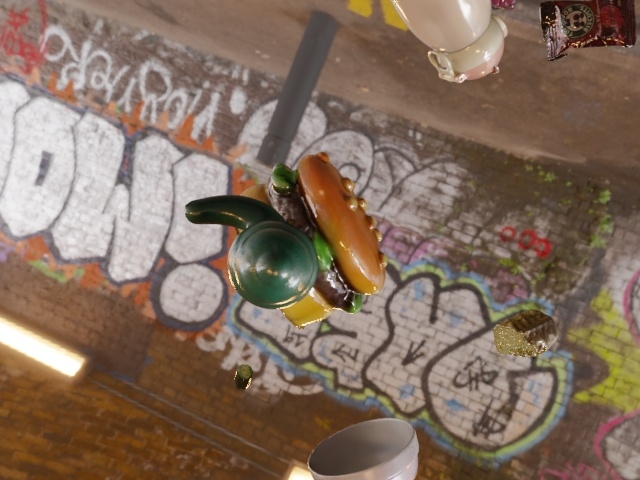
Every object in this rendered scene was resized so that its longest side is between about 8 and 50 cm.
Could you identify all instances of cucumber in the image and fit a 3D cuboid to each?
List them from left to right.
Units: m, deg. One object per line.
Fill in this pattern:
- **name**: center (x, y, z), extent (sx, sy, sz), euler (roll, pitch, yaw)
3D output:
- **cucumber**: center (-0.217, 0.387, 1.606), extent (0.048, 0.048, 0.105), euler (21, 140, 0)

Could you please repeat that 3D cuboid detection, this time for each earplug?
- **earplug**: center (-0.112, 0.007, 1.038), extent (0.257, 0.164, 0.280), euler (56, 173, -12)

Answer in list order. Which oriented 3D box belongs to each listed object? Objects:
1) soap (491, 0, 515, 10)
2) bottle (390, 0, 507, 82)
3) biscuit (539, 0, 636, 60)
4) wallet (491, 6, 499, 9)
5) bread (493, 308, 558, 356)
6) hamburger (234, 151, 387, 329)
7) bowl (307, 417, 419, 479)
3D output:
- **soap**: center (0.324, -0.537, 1.057), extent (0.112, 0.289, 0.182), euler (14, 142, 3)
- **bottle**: center (0.228, -0.369, 0.963), extent (0.236, 0.147, 0.147), euler (45, 167, -36)
- **biscuit**: center (0.688, -0.552, 1.470), extent (0.235, 0.151, 0.063), euler (-6, 177, 11)
- **wallet**: center (0.464, -0.698, 1.495), extent (0.321, 0.170, 0.044), euler (-105, -10, -49)
- **bread**: center (0.313, 0.141, 0.863), extent (0.110, 0.060, 0.066), euler (-12, -131, -40)
- **hamburger**: center (0.000, 0.000, 1.369), extent (0.396, 0.277, 0.396), euler (60, -170, -17)
- **bowl**: center (0.123, 0.585, 1.467), extent (0.287, 0.144, 0.287), euler (-18, -176, 1)
